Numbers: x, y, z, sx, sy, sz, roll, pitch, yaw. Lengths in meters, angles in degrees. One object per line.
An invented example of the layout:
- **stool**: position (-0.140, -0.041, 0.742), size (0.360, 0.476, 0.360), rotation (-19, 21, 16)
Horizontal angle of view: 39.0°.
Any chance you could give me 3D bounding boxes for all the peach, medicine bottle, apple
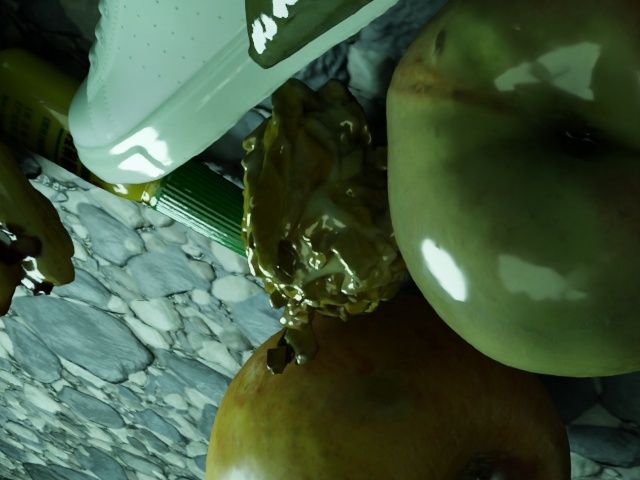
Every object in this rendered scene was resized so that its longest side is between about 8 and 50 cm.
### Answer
- **peach**: position (0.135, -0.040, 0.455), size (0.233, 0.232, 0.232), rotation (18, 144, 14)
- **medicine bottle**: position (-0.148, -0.064, 0.726), size (0.261, 0.064, 0.095), rotation (29, 150, -4)
- **apple**: position (0.043, 0.188, 0.742), size (0.299, 0.299, 0.275), rotation (48, 168, -27)

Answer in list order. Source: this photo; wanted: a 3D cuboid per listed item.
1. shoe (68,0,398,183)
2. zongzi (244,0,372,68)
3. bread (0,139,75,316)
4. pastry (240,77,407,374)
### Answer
- **shoe**: position (-0.080, -0.155, 0.512), size (0.160, 0.131, 0.363), rotation (43, 138, -22)
- **zongzi**: position (0.003, -0.262, 0.250), size (0.393, 0.174, 0.356), rotation (-27, 117, 38)
- **bread**: position (-0.369, -0.073, 0.714), size (0.278, 0.167, 0.324), rotation (23, 152, 48)
- **pastry**: position (0.000, 0.000, 0.604), size (0.103, 0.154, 0.250), rotation (-10, 165, -4)
